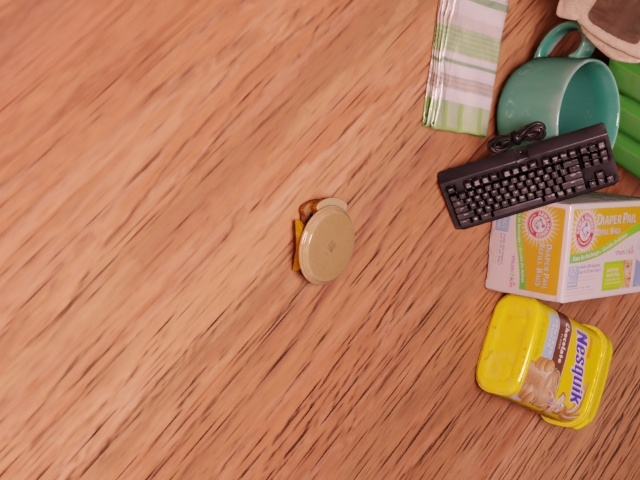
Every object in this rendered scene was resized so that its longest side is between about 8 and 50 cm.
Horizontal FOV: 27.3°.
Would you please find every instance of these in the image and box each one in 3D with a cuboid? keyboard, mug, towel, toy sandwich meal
[{"bbox_3d":[0.216,-0.073,1.383,0.023,0.180,0.108,-93,163,-55],"label":"keyboard"},{"bbox_3d":[0.260,-0.148,1.455,0.129,0.097,0.158,47,63,-42],"label":"mug"},{"bbox_3d":[0.157,-0.188,1.389,0.113,0.023,0.152,3,96,-47],"label":"towel"},{"bbox_3d":[0.000,0.000,1.251,0.085,0.029,0.085,-20,117,-45],"label":"toy sandwich meal"}]

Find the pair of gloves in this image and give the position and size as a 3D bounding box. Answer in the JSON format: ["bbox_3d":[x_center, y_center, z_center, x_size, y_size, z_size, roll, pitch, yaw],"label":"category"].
[{"bbox_3d":[0.365,-0.283,1.321,0.042,0.204,0.240,13,103,-63],"label":"pair of gloves"}]

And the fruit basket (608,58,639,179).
[{"bbox_3d":[0.523,-0.188,1.477,0.392,0.392,0.283,47,63,-42],"label":"fruit basket"}]

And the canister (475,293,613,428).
[{"bbox_3d":[0.260,0.141,1.534,0.170,0.073,0.126,26,78,-46],"label":"canister"}]

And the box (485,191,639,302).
[{"bbox_3d":[0.291,0.003,1.516,0.203,0.103,0.114,-5,102,-47],"label":"box"}]
